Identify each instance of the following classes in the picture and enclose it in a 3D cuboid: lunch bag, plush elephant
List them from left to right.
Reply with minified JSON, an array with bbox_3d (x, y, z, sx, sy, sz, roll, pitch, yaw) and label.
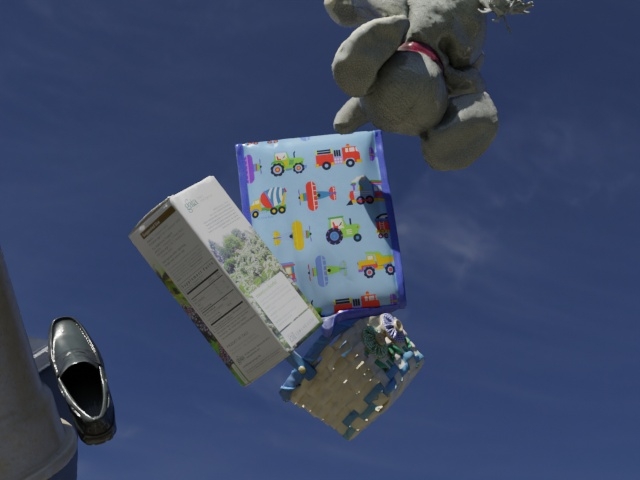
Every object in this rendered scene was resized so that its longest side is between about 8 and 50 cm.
[{"bbox_3d":[0.000,0.000,1.417,0.221,0.293,0.138,-6,-28,-2],"label":"lunch bag"},{"bbox_3d":[0.121,-0.233,1.340,0.272,0.255,0.330,46,-25,-19],"label":"plush elephant"}]

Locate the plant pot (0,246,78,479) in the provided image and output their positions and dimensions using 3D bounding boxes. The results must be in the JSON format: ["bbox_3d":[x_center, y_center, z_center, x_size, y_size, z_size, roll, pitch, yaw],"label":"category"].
[{"bbox_3d":[-0.431,0.089,0.959,0.334,0.334,0.305,-3,-82,14],"label":"plant pot"}]

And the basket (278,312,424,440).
[{"bbox_3d":[0.020,0.173,1.635,0.289,0.255,0.201,38,-63,12],"label":"basket"}]

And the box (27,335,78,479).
[{"bbox_3d":[-0.726,0.340,1.606,0.472,0.480,0.297,7,-76,14],"label":"box"}]

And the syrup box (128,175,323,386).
[{"bbox_3d":[-0.115,0.047,1.176,0.096,0.093,0.237,-38,-91,35],"label":"syrup box"}]

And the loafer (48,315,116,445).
[{"bbox_3d":[-0.351,0.194,1.412,0.076,0.223,0.078,-15,-37,-20],"label":"loafer"}]
